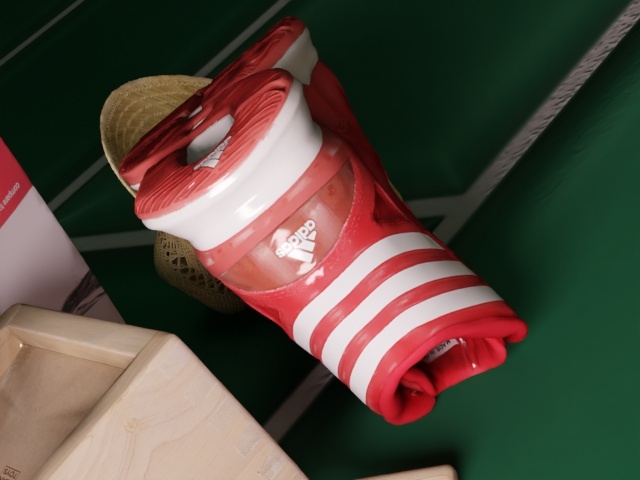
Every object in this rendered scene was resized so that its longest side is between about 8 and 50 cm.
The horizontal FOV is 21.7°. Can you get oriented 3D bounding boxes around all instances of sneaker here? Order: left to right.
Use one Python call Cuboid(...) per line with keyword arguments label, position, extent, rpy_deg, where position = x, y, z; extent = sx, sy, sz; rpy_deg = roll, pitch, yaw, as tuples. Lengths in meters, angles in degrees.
Cuboid(label="sneaker", position=(0.000, 0.000, 0.583), extent=(0.087, 0.128, 0.221), rpy_deg=(-39, 11, 11))

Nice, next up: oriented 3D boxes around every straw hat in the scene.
Cuboid(label="straw hat", position=(-0.038, -0.005, 0.687), extent=(0.144, 0.144, 0.061), rpy_deg=(-77, 11, -61))

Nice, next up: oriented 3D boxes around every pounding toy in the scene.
Cuboid(label="pounding toy", position=(-0.060, 0.086, 0.510), extent=(0.141, 0.100, 0.130), rpy_deg=(-51, 28, -21))

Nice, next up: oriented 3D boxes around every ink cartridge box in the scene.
Cuboid(label="ink cartridge box", position=(-0.137, 0.033, 0.634), extent=(0.099, 0.135, 0.056), rpy_deg=(-16, 28, 30))
